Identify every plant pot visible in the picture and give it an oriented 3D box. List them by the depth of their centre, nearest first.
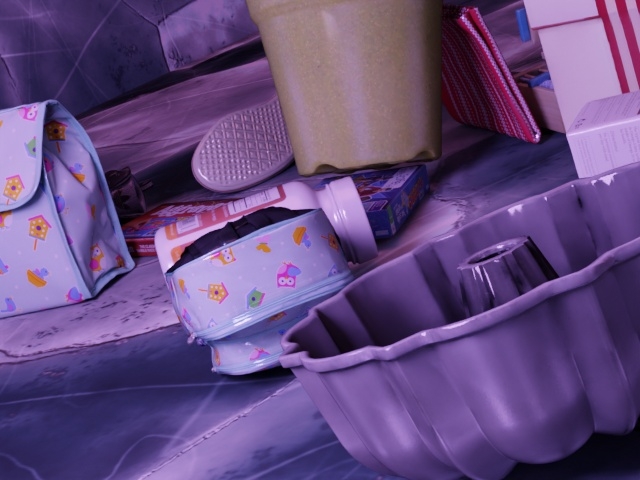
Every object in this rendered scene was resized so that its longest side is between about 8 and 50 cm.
[{"bbox_3d":[0.045,-0.212,1.606,0.276,0.254,0.276,-8,2,0],"label":"plant pot"}]

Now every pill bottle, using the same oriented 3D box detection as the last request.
[{"bbox_3d":[-0.055,0.011,1.372,0.216,0.121,0.121,-19,15,-1],"label":"pill bottle"}]

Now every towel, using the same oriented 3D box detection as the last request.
[{"bbox_3d":[0.194,-0.226,1.743,0.031,0.199,0.275,-33,17,-6],"label":"towel"}]

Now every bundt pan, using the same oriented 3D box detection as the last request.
[{"bbox_3d":[0.144,0.061,0.901,0.330,0.124,0.331,-25,7,3],"label":"bundt pan"}]

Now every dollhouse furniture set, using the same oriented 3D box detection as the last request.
[{"bbox_3d":[0.318,-0.246,1.657,0.129,0.184,0.129,-24,23,-19],"label":"dollhouse furniture set"}]

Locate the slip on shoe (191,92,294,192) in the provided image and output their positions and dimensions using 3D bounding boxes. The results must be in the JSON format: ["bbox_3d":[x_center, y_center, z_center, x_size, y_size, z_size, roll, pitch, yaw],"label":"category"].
[{"bbox_3d":[-0.088,-0.158,2.046,0.331,0.123,0.101,-43,-4,-45],"label":"slip on shoe"}]

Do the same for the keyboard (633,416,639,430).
[{"bbox_3d":[0.246,0.115,0.814,0.100,0.038,0.192,-17,15,9],"label":"keyboard"}]

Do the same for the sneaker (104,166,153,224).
[{"bbox_3d":[-0.348,-0.043,1.932,0.153,0.101,0.268,-16,13,23],"label":"sneaker"}]

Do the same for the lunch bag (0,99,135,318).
[{"bbox_3d":[-0.397,-0.043,1.699,0.223,0.262,0.160,-10,18,26],"label":"lunch bag"}]

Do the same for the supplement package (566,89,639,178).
[{"bbox_3d":[0.347,-0.092,1.269,0.179,0.105,0.105,-11,17,26],"label":"supplement package"}]

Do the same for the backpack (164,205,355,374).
[{"bbox_3d":[-0.052,0.043,1.190,0.165,0.144,0.188,-20,-8,-10],"label":"backpack"}]

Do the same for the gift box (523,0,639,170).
[{"bbox_3d":[0.393,-0.241,1.438,0.255,0.258,0.276,-6,21,39],"label":"gift box"}]

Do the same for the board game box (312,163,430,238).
[{"bbox_3d":[0.042,-0.042,1.544,0.136,0.035,0.201,-7,15,20],"label":"board game box"}]

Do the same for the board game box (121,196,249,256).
[{"bbox_3d":[-0.182,-0.019,1.800,0.281,0.027,0.145,-2,21,47],"label":"board game box"}]
